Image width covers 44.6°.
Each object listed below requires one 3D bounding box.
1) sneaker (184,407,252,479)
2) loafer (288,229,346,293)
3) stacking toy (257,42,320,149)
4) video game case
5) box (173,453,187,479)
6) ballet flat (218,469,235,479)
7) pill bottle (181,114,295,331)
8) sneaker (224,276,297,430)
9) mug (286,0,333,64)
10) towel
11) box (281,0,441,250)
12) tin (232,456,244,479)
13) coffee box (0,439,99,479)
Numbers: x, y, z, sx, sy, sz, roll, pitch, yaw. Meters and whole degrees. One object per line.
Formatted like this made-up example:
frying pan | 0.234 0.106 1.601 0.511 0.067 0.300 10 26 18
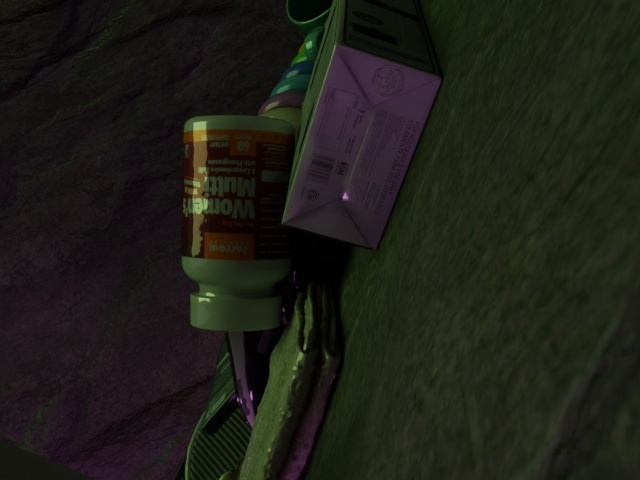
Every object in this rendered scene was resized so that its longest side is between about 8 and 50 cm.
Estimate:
sneaker | -0.173 0.388 1.262 0.161 0.102 0.282 112 172 -72
loafer | 0.000 0.000 0.853 0.061 0.062 0.170 -91 15 -53
stacking toy | 0.005 -0.236 1.101 0.141 0.141 0.330 115 173 -56
video game case | -0.105 0.162 1.228 0.196 0.026 0.274 -49 12 14
box | -0.228 0.467 1.399 0.220 0.051 0.175 87 -153 -64
ballet flat | -0.132 0.410 1.111 0.052 0.057 0.168 35 116 54
pill bottle | -0.089 -0.019 0.842 0.121 0.121 0.221 -159 70 -84
sneaker | -0.056 0.105 0.958 0.107 0.124 0.283 -122 22 -76
mug | 0.027 -0.297 1.011 0.158 0.097 0.129 -53 40 7
towel | -0.041 0.192 0.790 0.187 0.049 0.282 -94 20 -74
box | 0.035 -0.139 0.747 0.290 0.087 0.169 -87 13 -62
tin | -0.102 0.356 0.982 0.190 0.040 0.106 -88 11 -65
coffee box | -0.290 0.401 0.623 0.334 0.338 0.338 -43 28 36
